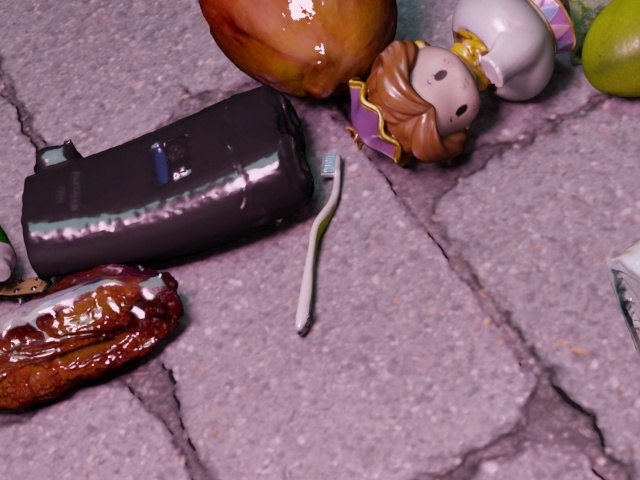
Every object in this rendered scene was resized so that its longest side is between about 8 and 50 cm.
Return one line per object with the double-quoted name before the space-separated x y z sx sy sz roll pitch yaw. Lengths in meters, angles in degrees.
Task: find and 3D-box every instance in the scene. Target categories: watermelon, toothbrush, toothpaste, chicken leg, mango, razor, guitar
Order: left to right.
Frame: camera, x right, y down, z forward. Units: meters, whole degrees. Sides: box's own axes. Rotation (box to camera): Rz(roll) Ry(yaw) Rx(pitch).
"guitar" -0.427 0.068 1.954 0.271 0.038 0.084 -5 43 13
"toothpaste" -0.400 -0.006 1.991 0.078 0.047 0.248 -28 29 -13
"chicken leg" -0.340 0.108 1.838 0.407 0.096 0.158 -13 39 15
"razor" -0.171 -0.059 1.914 0.327 0.107 0.189 -17 43 8
"toothbrush" 0.000 0.000 1.844 0.026 0.022 0.263 2 46 7
"watermelon" 0.318 -0.260 1.949 0.098 0.121 0.158 -5 -1 -1
"mango" 0.416 -0.225 1.802 0.293 0.143 0.175 -10 53 30

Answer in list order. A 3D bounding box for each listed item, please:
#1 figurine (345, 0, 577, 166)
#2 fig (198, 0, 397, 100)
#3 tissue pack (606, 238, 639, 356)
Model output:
"figurine" 0.146 -0.179 1.875 0.263 0.142 0.189 -35 12 -10
"fig" -0.021 -0.272 1.984 0.263 0.224 0.224 37 68 28
"tissue pack" 0.509 0.029 1.449 0.405 0.205 0.332 -38 44 -13
